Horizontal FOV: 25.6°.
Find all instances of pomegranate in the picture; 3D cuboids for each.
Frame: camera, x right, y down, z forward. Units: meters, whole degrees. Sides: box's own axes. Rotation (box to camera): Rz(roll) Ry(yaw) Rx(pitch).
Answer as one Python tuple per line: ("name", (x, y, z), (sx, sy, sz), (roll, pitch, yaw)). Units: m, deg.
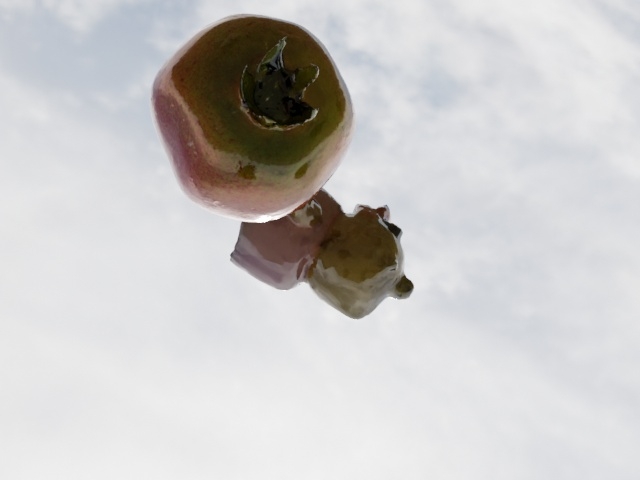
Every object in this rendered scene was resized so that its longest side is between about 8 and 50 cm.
("pomegranate", (-0.065, -0.133, 1.488), (0.220, 0.256, 0.221), (2, -96, -17))

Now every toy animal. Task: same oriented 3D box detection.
("toy animal", (0.000, 0.004, 1.926), (0.281, 0.195, 0.169), (20, -109, -1))
